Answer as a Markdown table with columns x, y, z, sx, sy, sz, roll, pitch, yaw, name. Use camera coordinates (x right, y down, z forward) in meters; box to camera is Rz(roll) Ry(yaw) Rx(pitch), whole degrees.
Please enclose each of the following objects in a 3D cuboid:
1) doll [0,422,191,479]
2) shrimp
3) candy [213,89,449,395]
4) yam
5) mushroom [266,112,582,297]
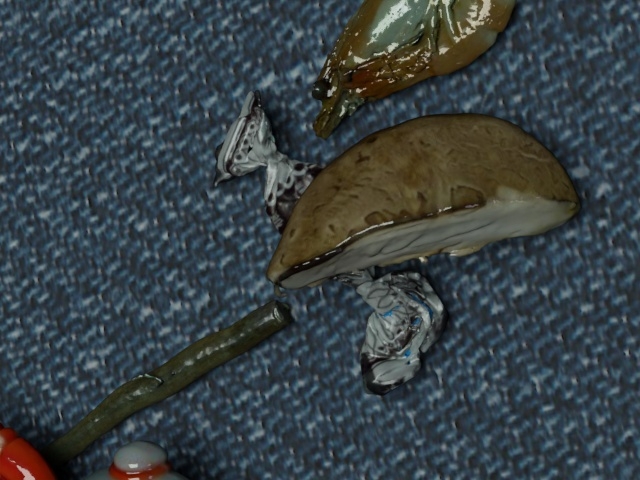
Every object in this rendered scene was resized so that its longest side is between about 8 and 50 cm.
| x | y | z | sx | sy | sz | roll | pitch | yaw | name |
| --- | --- | --- | --- | --- | --- | --- | --- | --- | --- |
| -0.173 | 0.218 | 1.286 | 0.336 | 0.105 | 0.200 | -1 | 95 | 28 | doll |
| 0.056 | -0.139 | 1.239 | 0.184 | 0.043 | 0.091 | -42 | 78 | 14 | shrimp |
| 0.000 | 0.000 | 1.252 | 0.094 | 0.051 | 0.226 | -39 | 76 | 19 | candy |
| -0.120 | 0.105 | 1.305 | 0.234 | 0.029 | 0.027 | -33 | 88 | 18 | yam |
| 0.061 | -0.030 | 1.187 | 0.209 | 0.072 | 0.094 | -12 | 56 | -3 | mushroom |
